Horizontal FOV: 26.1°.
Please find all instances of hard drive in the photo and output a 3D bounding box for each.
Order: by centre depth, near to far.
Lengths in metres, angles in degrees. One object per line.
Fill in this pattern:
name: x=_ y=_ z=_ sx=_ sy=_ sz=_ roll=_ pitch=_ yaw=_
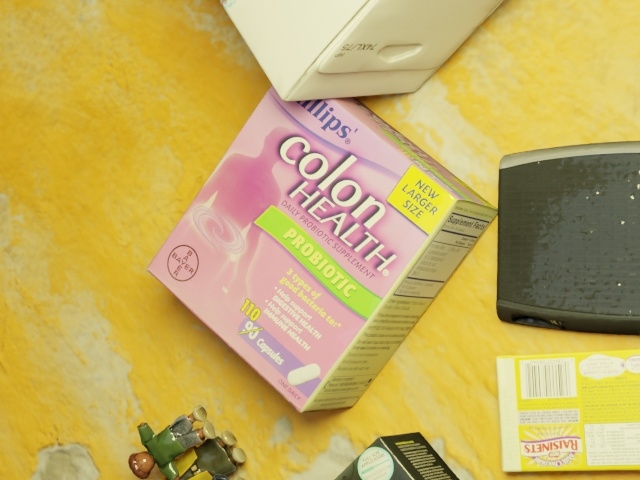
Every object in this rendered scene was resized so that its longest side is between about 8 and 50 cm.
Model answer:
hard drive: x=0.272 y=-0.004 z=1.193 sx=0.255 sy=0.054 sz=0.171 roll=0 pitch=86 yaw=25

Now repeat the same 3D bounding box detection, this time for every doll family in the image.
doll family: x=-0.112 y=0.256 z=1.346 sx=0.111 sy=0.076 sz=0.193 roll=-36 pitch=75 yaw=14

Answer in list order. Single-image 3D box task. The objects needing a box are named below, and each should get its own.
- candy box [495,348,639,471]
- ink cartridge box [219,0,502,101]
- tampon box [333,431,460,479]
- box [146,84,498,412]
candy box: x=0.256 y=0.147 z=1.204 sx=0.206 sy=0.027 sz=0.105 roll=-5 pitch=86 yaw=25
ink cartridge box: x=0.017 y=-0.289 z=1.231 sx=0.197 sy=0.198 sz=0.270 roll=-45 pitch=68 yaw=36
tampon box: x=0.080 y=0.270 z=1.236 sx=0.120 sy=0.101 sz=0.161 roll=-46 pitch=69 yaw=14
box: x=0.000 y=0.000 z=1.287 sx=0.213 sy=0.117 sz=0.243 roll=41 pitch=103 yaw=22
